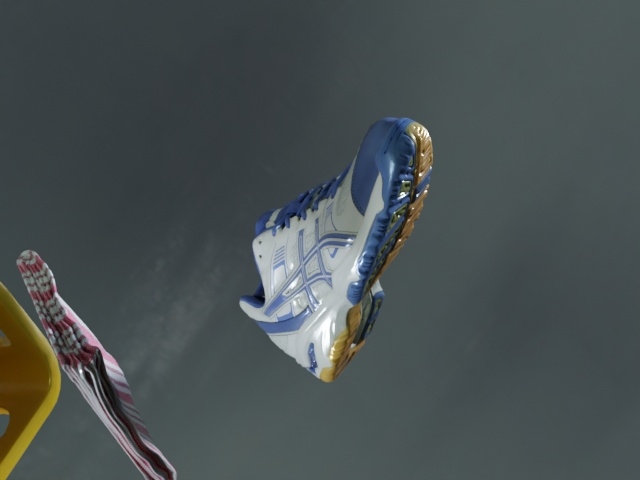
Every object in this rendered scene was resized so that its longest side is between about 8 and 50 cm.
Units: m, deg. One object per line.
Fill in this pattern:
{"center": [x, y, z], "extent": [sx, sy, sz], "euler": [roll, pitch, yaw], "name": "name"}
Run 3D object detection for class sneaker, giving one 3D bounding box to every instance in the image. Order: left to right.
{"center": [0.000, 0.000, 1.077], "extent": [0.112, 0.131, 0.296], "euler": [-44, 161, -46], "name": "sneaker"}

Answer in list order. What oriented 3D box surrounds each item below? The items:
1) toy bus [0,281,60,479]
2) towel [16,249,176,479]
{"center": [-0.222, 0.065, 0.590], "extent": [0.104, 0.202, 0.191], "euler": [-59, 178, -38], "name": "toy bus"}
{"center": [-0.178, 0.097, 0.986], "extent": [0.029, 0.197, 0.144], "euler": [-33, 123, -8], "name": "towel"}
